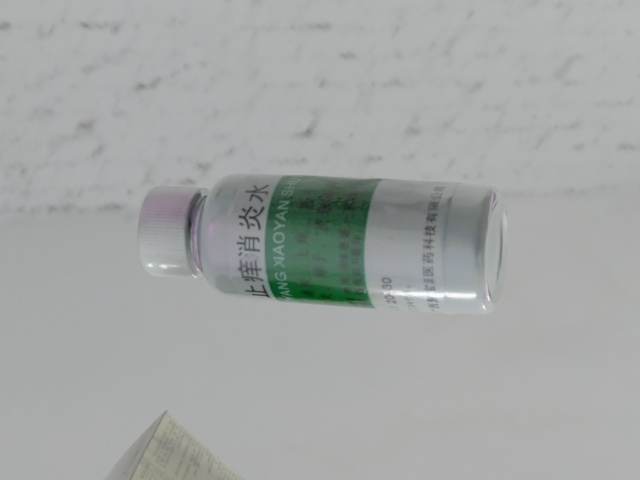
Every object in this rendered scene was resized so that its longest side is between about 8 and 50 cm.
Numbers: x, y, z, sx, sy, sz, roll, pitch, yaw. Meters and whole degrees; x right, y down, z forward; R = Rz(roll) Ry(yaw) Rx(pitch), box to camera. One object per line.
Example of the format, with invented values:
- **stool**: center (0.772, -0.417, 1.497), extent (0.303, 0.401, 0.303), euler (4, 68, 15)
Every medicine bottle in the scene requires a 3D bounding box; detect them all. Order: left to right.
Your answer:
- **medicine bottle**: center (0.000, 0.000, 1.061), extent (0.260, 0.095, 0.095), euler (3, -143, 20)

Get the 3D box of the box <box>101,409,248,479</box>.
- **box**: center (-0.102, 0.246, 1.143), extent (0.168, 0.095, 0.212), euler (39, -168, -5)
